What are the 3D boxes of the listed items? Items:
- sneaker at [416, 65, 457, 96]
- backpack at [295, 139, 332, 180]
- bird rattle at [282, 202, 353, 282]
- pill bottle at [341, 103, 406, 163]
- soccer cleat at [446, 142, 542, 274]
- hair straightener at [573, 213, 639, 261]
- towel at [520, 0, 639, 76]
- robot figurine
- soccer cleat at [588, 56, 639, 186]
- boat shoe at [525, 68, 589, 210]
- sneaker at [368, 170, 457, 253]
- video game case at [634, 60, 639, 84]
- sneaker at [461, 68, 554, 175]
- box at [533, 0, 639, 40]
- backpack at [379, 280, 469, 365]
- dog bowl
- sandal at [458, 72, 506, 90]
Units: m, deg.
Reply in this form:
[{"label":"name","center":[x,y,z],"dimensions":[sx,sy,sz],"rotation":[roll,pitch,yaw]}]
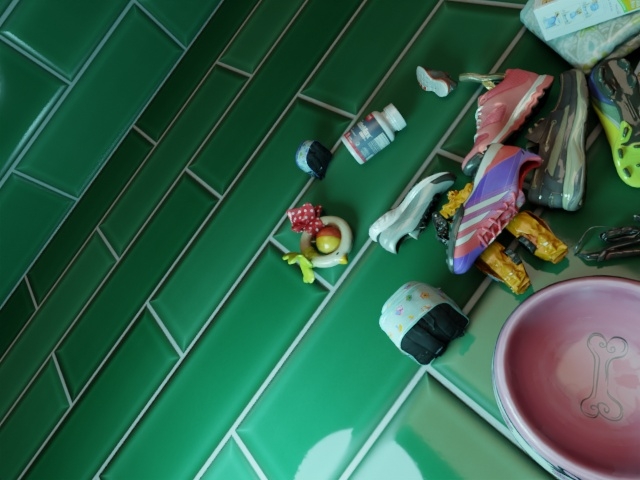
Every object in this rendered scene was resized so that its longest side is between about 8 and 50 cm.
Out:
[{"label":"sneaker","center":[0.353,-0.487,1.246],"dimensions":[0.065,0.061,0.158],"rotation":[-26,53,-12]},{"label":"backpack","center":[-0.031,-0.271,1.345],"dimensions":[0.084,0.114,0.104],"rotation":[14,78,37]},{"label":"bird rattle","center":[0.000,0.000,1.226],"dimensions":[0.207,0.143,0.253],"rotation":[-2,54,20]},{"label":"pill bottle","center":[0.164,-0.328,1.251],"dimensions":[0.180,0.108,0.108],"rotation":[-36,54,14]},{"label":"soccer cleat","center":[0.371,-0.065,0.890],"dimensions":[0.117,0.109,0.318],"rotation":[19,78,33]},{"label":"hair straightener","center":[0.645,-0.007,0.837],"dimensions":[0.231,0.047,0.088],"rotation":[-14,61,32]},{"label":"towel","center":[0.724,-0.602,0.979],"dimensions":[0.375,0.090,0.320],"rotation":[-36,43,24]},{"label":"robot figurine","center":[0.405,-0.023,0.967],"dimensions":[0.211,0.085,0.291],"rotation":[-43,53,9]},{"label":"soccer cleat","center":[0.666,-0.256,0.898],"dimensions":[0.094,0.121,0.288],"rotation":[-16,83,23]},{"label":"boat shoe","center":[0.542,-0.239,0.949],"dimensions":[0.130,0.132,0.355],"rotation":[2,69,33]},{"label":"sneaker","center":[0.258,-0.073,1.090],"dimensions":[0.271,0.100,0.108],"rotation":[-45,66,12]},{"label":"video game case","center":[0.847,-0.389,0.864],"dimensions":[0.270,0.061,0.244],"rotation":[26,83,39]},{"label":"sneaker","center":[0.439,-0.300,1.040],"dimensions":[0.136,0.116,0.313],"rotation":[39,88,24]},{"label":"box","center":[0.609,-0.564,0.927],"dimensions":[0.203,0.103,0.114],"rotation":[-2,66,44]},{"label":"backpack","center":[0.223,0.176,0.926],"dimensions":[0.166,0.188,0.144],"rotation":[-45,52,9]},{"label":"dog bowl","center":[0.509,0.245,0.734],"dimensions":[0.408,0.150,0.407],"rotation":[-14,61,28]},{"label":"sandal","center":[0.468,-0.430,1.129],"dimensions":[0.180,0.072,0.049],"rotation":[16,107,30]}]
